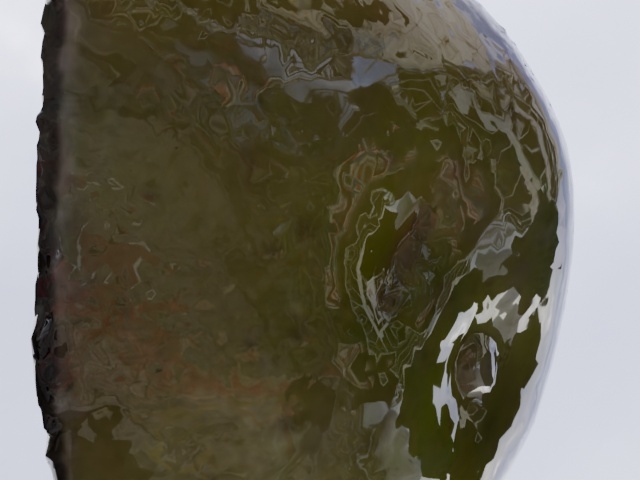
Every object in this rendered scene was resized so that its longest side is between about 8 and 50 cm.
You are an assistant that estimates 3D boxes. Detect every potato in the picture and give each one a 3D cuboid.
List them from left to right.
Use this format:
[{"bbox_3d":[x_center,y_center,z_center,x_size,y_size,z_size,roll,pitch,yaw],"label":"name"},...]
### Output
[{"bbox_3d":[0.000,0.000,0.434,0.117,0.182,0.202,2,-78,3],"label":"potato"}]
